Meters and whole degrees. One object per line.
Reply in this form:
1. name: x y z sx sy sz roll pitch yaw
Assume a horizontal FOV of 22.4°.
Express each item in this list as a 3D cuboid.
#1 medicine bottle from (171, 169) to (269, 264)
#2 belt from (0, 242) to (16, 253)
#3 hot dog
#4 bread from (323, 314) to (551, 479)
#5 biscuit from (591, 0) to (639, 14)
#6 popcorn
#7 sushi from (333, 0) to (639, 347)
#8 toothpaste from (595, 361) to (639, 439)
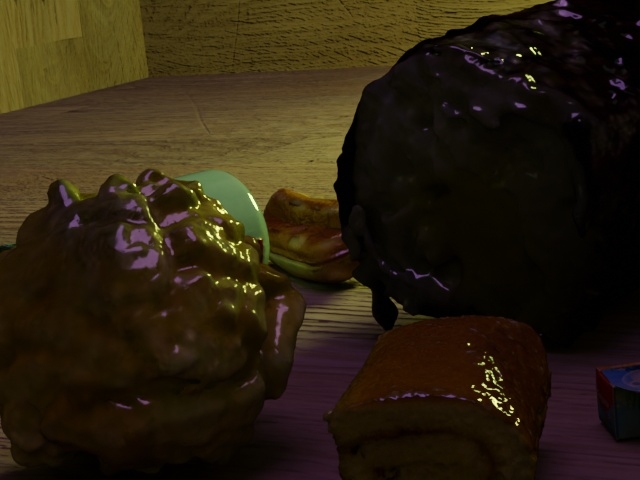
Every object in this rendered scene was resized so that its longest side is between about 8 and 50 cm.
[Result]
1. medicine bottle: -0.174 0.014 1.618 0.225 0.139 0.139 -15 15 -39
2. belt: -0.328 0.044 1.731 0.121 0.079 0.151 -15 -1 7
3. hot dog: 0.000 0.000 1.762 0.102 0.076 0.249 -49 25 -14
4. bread: 0.086 0.117 1.080 0.132 0.103 0.172 -3 13 14
5. biscuit: 0.383 -0.159 1.549 0.091 0.407 0.407 -24 18 -23
6. popcorn: -0.134 0.070 1.205 0.249 0.249 0.225 0 -16 26
7. sushi: 0.193 -0.066 1.477 0.299 0.281 0.294 11 26 35
8. toothpaste: 0.301 0.108 1.161 0.193 0.044 0.070 -7 13 -4
